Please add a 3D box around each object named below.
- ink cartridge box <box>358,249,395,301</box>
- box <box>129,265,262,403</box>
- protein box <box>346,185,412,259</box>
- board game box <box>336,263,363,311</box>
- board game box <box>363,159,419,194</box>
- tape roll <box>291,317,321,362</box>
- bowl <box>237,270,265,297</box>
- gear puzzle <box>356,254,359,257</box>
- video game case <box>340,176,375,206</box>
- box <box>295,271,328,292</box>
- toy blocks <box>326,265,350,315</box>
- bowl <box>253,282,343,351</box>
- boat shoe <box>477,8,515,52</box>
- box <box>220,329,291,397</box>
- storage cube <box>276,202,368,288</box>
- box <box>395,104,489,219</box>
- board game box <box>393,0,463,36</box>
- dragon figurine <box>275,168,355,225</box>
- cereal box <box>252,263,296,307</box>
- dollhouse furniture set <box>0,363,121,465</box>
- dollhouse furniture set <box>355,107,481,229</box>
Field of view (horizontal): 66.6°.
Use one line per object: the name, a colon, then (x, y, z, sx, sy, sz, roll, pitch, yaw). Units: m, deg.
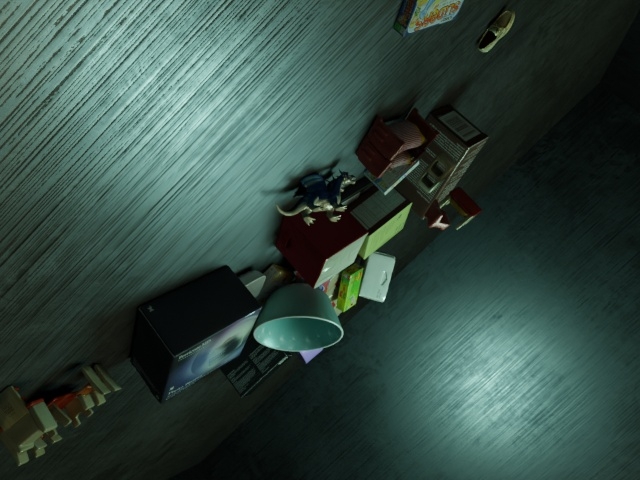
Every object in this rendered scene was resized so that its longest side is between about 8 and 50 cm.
ink cartridge box: (0.240, 0.147, 2.208, 0.283, 0.117, 0.207, -103, -152, -88)
box: (-0.362, 0.271, 1.406, 0.296, 0.183, 0.294, -27, 155, -40)
protein box: (0.192, -0.075, 1.730, 0.201, 0.136, 0.200, -37, 160, -17)
board game box: (0.119, 0.195, 2.002, 0.092, 0.043, 0.181, -26, 134, -47)
board game box: (0.234, -0.240, 1.614, 0.154, 0.103, 0.026, -42, 162, 0)
tape roll: (-0.111, 0.362, 1.969, 0.090, 0.275, 0.275, -39, 161, -14)
bowl: (-0.255, 0.158, 1.574, 0.142, 0.053, 0.142, -30, 158, -36)
gear puzzle: (0.103, 0.023, 2.034, 0.175, 0.044, 0.339, -35, 159, 9)
video game case: (0.120, -0.127, 1.742, 0.275, 0.035, 0.248, -33, 159, -29)
box: (-0.017, 0.107, 1.771, 0.257, 0.122, 0.128, 101, 7, -61)
toy blocks: (0.045, 0.205, 2.079, 0.261, 0.190, 0.381, -45, 148, -9)
bowl: (-0.079, 0.261, 1.725, 0.311, 0.163, 0.311, -2, 147, -1)
boat shoe: (0.518, -0.617, 1.439, 0.045, 0.050, 0.135, -28, 158, -51)
box: (-0.285, 0.515, 2.102, 0.261, 0.184, 0.103, -42, 164, -1)
storage cube: (0.000, 0.000, 1.525, 0.215, 0.193, 0.184, -32, 159, -31)
box: (0.420, -0.277, 1.777, 0.143, 0.191, 0.381, -29, 158, -35)
board game box: (0.261, -0.547, 1.091, 0.201, 0.035, 0.136, -32, 159, -30)
dragon figurine: (-0.019, -0.127, 1.370, 0.289, 0.144, 0.085, -8, 148, -28)
cereal box: (-0.209, 0.188, 1.743, 0.240, 0.047, 0.173, -45, 162, 7)
dollhouse furniture set: (-0.684, 0.419, 1.219, 0.262, 0.135, 0.259, -40, 173, -6)
dollhouse furniture set: (0.309, -0.200, 1.435, 0.201, 0.374, 0.152, -27, 161, -43)
